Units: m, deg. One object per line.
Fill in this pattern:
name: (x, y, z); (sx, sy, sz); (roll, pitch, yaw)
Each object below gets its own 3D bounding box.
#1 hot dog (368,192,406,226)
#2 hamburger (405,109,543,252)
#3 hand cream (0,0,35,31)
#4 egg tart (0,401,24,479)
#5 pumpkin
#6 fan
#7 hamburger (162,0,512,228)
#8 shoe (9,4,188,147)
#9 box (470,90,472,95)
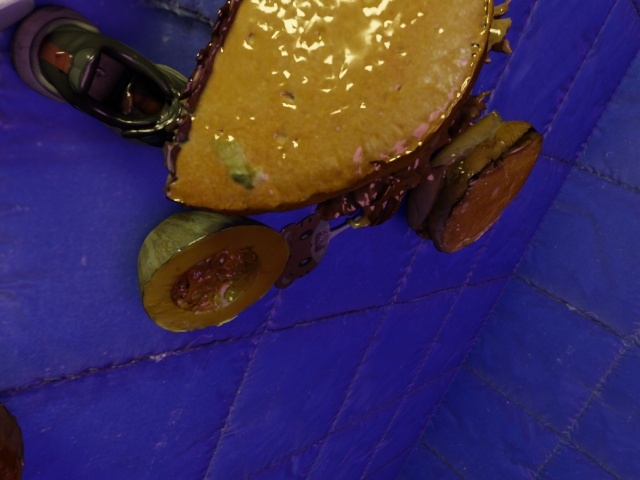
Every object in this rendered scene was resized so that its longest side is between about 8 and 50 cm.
hot dog: (0.138, -0.087, 1.000); (0.090, 0.060, 0.140); (2, 122, -52)
hamburger: (0.334, -0.131, 1.084); (0.304, 0.174, 0.284); (-40, 158, -23)
hand cream: (-0.340, -0.134, 0.366); (0.255, 0.079, 0.048); (-37, 129, -21)
egg tart: (-0.474, 0.331, 0.446); (0.443, 0.178, 0.443); (19, 90, -89)
pumpkin: (-0.166, 0.028, 0.706); (0.217, 0.110, 0.217); (-32, 152, -20)
fan: (0.000, 0.000, 0.959); (0.226, 0.008, 0.152); (-28, 138, -33)
hamburger: (0.045, -0.194, 0.545); (0.445, 0.287, 0.268); (-61, -178, 8)
shoe: (-0.188, -0.144, 0.506); (0.227, 0.112, 0.099); (22, 100, -54)
box: (0.176, -0.240, 0.933); (0.335, 0.047, 0.187); (-31, 141, -30)
